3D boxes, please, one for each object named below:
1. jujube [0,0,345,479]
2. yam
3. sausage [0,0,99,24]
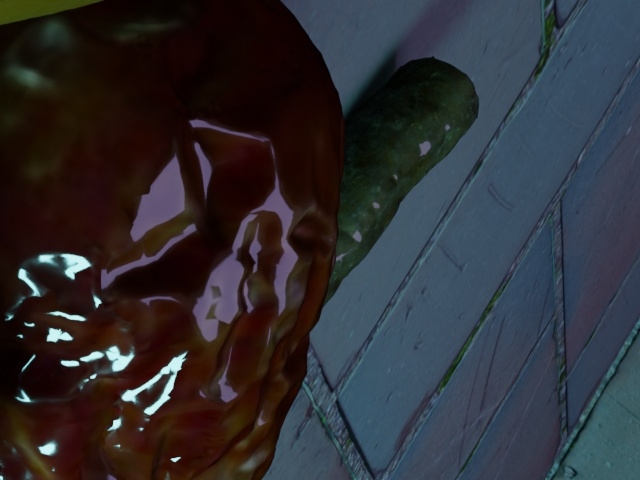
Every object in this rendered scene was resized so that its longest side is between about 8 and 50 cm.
[{"bbox_3d":[-0.080,0.012,0.667,0.174,0.174,0.250,-46,163,-42],"label":"jujube"},{"bbox_3d":[0.000,0.000,1.052,0.274,0.061,0.061,-52,161,-25],"label":"yam"},{"bbox_3d":[-0.041,-0.140,0.573,0.328,0.112,0.112,-26,142,-49],"label":"sausage"}]
